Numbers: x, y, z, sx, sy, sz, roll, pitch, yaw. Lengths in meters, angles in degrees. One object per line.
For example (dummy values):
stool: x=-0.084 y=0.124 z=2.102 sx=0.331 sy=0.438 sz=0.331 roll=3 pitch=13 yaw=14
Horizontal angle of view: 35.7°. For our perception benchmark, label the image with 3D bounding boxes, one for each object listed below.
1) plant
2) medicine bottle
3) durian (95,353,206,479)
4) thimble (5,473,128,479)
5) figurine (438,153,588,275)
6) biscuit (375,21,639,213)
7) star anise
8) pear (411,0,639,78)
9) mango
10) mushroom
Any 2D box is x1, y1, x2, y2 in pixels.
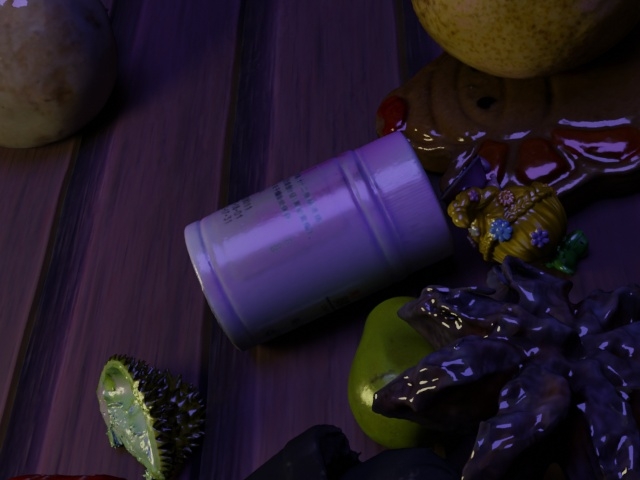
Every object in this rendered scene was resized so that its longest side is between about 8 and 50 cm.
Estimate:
plant: x=0.006 y=0.252 z=0.827 sx=0.256 sy=0.142 sz=0.164 roll=-21 pitch=42 yaw=11
medicine bottle: x=0.000 y=0.000 z=1.062 sx=0.254 sy=0.152 sz=0.152 roll=-24 pitch=43 yaw=2
durian: x=-0.177 y=0.185 z=1.043 sx=0.215 sy=0.086 sz=0.100 roll=39 pitch=105 yaw=47
thimble: x=-0.216 y=0.294 z=0.860 sx=0.125 sy=0.189 sz=0.163 roll=-4 pitch=23 yaw=18
figurine: x=0.194 y=-0.012 z=1.000 sx=0.156 sy=0.095 sz=0.115 roll=40 pitch=37 yaw=2
biscuit: x=0.249 y=-0.163 z=1.170 sx=0.381 sy=0.074 sz=0.359 roll=-9 pitch=43 yaw=13
star anise: x=0.204 y=0.116 z=0.830 sx=0.332 sy=0.117 sz=0.331 roll=1 pitch=35 yaw=-1
pear: x=0.233 y=-0.305 z=1.111 sx=0.271 sy=0.271 sz=0.271 roll=-13 pitch=45 yaw=13
mango: x=0.088 y=0.123 z=0.947 sx=0.117 sy=0.089 sz=0.163 roll=1 pitch=49 yaw=19
mushroom: x=-0.435 y=-0.285 z=1.503 sx=0.297 sy=0.297 sz=0.290 roll=-13 pitch=8 yaw=14
